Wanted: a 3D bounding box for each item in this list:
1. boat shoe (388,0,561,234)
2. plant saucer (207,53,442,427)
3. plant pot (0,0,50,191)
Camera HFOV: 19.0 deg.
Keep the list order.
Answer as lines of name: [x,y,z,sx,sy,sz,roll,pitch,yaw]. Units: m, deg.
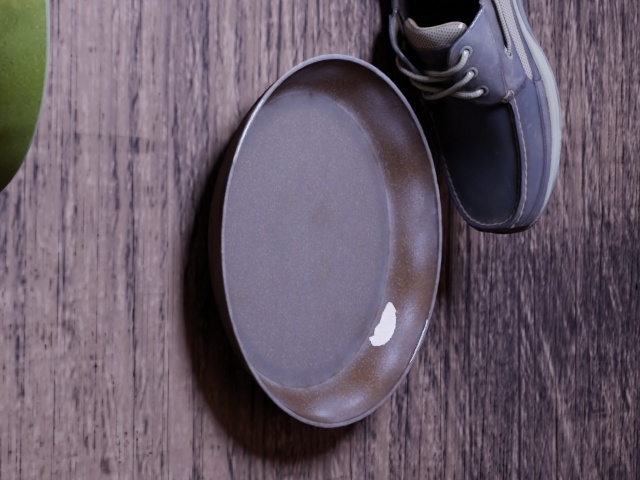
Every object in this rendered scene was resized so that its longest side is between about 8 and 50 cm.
boat shoe: [0.115,-0.175,1.696,0.130,0.132,0.355,-15,94,-52]
plant saucer: [0.000,0.000,1.606,0.310,0.050,0.311,-3,94,-52]
plant pot: [-0.338,-0.125,1.005,0.293,0.275,0.275,-14,103,-37]
